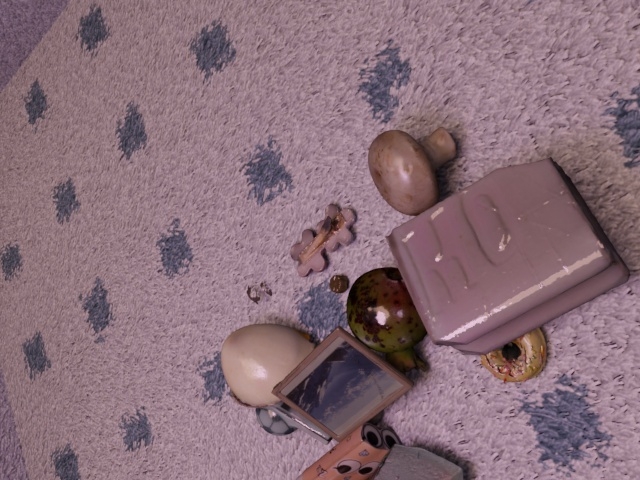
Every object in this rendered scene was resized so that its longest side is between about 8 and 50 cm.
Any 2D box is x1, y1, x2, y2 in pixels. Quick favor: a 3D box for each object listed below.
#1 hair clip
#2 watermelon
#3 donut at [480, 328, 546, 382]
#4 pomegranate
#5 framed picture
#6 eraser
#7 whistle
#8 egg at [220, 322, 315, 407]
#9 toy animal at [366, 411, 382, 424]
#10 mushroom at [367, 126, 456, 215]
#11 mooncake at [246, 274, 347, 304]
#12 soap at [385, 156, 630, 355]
[{"bbox_3d":[0.005,0.000,1.919,0.257,0.075,0.146,-51,59,31],"label":"hair clip"},{"bbox_3d":[0.179,0.672,1.597,0.228,0.258,0.387,43,97,17],"label":"watermelon"},{"bbox_3d":[0.457,0.260,1.576,0.174,0.068,0.175,-2,87,35],"label":"donut"},{"bbox_3d":[0.188,0.208,1.707,0.242,0.242,0.306,19,143,35],"label":"pomegranate"},{"bbox_3d":[0.050,0.387,1.721,0.247,0.022,0.335,38,126,-6],"label":"framed picture"},{"bbox_3d":[0.075,0.618,1.799,0.290,0.171,0.087,-46,37,26],"label":"eraser"},{"bbox_3d":[-0.088,0.517,1.933,0.289,0.163,0.164,29,107,13],"label":"whistle"},{"bbox_3d":[-0.169,0.337,1.905,0.286,0.174,0.264,-8,41,29],"label":"egg"},{"bbox_3d":[0.142,0.460,1.807,0.079,0.070,0.253,46,113,10],"label":"toy animal"},{"bbox_3d":[0.247,-0.191,1.679,0.243,0.243,0.244,-1,88,36],"label":"mushroom"},{"bbox_3d":[-0.070,0.143,1.983,0.346,0.057,0.150,-27,61,26],"label":"mooncake"},{"bbox_3d":[0.411,0.030,1.491,0.435,0.213,0.350,-32,57,26],"label":"soap"}]
